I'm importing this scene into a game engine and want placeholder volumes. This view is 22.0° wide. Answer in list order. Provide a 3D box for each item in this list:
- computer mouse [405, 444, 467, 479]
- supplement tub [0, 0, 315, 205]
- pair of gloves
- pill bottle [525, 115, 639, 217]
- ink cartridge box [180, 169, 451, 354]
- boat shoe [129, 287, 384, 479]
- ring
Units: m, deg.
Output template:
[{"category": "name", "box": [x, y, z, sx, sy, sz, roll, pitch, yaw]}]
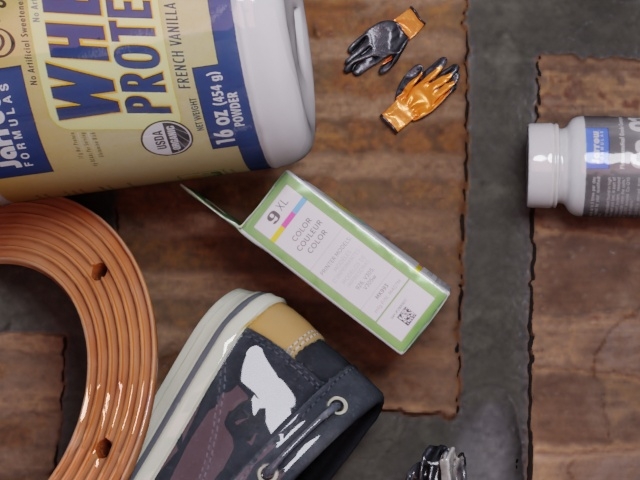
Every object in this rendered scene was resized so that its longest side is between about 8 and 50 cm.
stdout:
[{"category": "computer mouse", "box": [0.024, 0.274, 1.182, 0.272, 0.072, 0.188, -19, 114, -35]}, {"category": "supplement tub", "box": [-0.173, -0.147, 1.188, 0.316, 0.228, 0.228, -8, 89, 5]}, {"category": "pair of gloves", "box": [0.065, -0.136, 1.303, 0.074, 0.010, 0.083, -37, 86, 4]}, {"category": "pill bottle", "box": [0.226, -0.056, 1.256, 0.137, 0.078, 0.078, 1, 90, 4]}, {"category": "ink cartridge box", "box": [0.000, 0.000, 1.259, 0.209, 0.109, 0.062, 37, 92, 4]}, {"category": "boat shoe", "box": [-0.113, 0.282, 1.232, 0.156, 0.187, 0.500, 28, 87, 13]}, {"category": "ring", "box": [-0.259, 0.123, 1.248, 0.337, 0.032, 0.336, -12, 63, 25]}]
